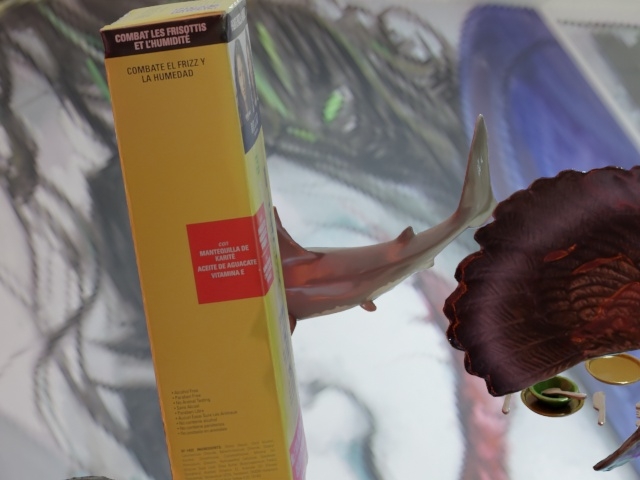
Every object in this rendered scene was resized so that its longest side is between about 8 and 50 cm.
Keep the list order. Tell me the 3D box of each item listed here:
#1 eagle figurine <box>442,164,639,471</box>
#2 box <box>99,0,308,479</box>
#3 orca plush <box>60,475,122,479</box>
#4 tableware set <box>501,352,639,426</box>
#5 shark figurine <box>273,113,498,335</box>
[{"bbox_3d":[0.248,0.059,0.967,0.225,0.226,0.298,-11,9,-31],"label":"eagle figurine"},{"bbox_3d":[-0.049,0.010,0.728,0.058,0.232,0.087,-6,12,4],"label":"box"},{"bbox_3d":[-0.070,0.251,1.046,0.102,0.287,0.151,-12,27,28],"label":"orca plush"},{"bbox_3d":[0.214,0.104,1.219,0.104,0.154,0.024,-69,-18,-62],"label":"tableware set"},{"bbox_3d":[0.014,0.002,1.309,0.278,0.116,0.166,-21,25,30],"label":"shark figurine"}]
